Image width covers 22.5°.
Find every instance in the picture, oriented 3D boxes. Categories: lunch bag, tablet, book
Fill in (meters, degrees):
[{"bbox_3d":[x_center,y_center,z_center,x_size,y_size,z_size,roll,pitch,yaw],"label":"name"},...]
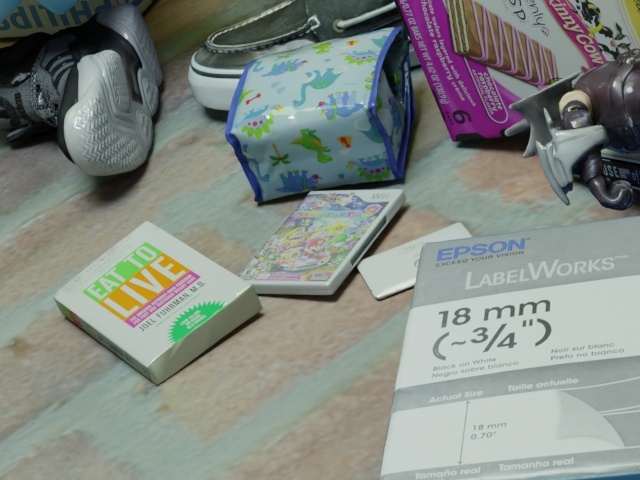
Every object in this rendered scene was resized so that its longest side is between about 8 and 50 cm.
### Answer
[{"bbox_3d":[0.004,-0.111,1.290,0.128,0.096,0.151,-9,42,16],"label":"lunch bag"},{"bbox_3d":[0.070,0.014,1.144,0.083,0.006,0.054,-22,31,-5],"label":"tablet"},{"bbox_3d":[-0.121,0.046,1.174,0.096,0.035,0.144,-37,37,-21],"label":"book"}]

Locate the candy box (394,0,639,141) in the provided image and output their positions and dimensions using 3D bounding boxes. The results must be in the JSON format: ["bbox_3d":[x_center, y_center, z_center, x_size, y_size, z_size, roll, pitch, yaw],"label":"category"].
[{"bbox_3d":[0.170,-0.163,1.176,0.233,0.159,0.071,-5,27,48],"label":"candy box"}]

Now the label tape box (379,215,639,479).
[{"bbox_3d":[0.175,0.058,0.921,0.240,0.106,0.334,-8,33,16],"label":"label tape box"}]

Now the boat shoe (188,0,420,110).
[{"bbox_3d":[0.037,-0.209,1.405,0.335,0.119,0.121,-16,31,4],"label":"boat shoe"}]

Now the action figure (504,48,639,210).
[{"bbox_3d":[0.226,-0.081,0.965,0.185,0.099,0.285,-32,9,-18],"label":"action figure"}]

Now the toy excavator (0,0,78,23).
[{"bbox_3d":[-0.338,-0.228,1.394,0.445,0.222,0.433,-41,47,19],"label":"toy excavator"}]

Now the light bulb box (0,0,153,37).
[{"bbox_3d":[-0.310,-0.405,1.799,0.358,0.225,0.361,0,35,26],"label":"light bulb box"}]

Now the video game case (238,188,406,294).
[{"bbox_3d":[0.000,0.000,1.191,0.087,0.011,0.122,-1,34,35],"label":"video game case"}]

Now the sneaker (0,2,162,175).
[{"bbox_3d":[-0.231,-0.119,1.431,0.153,0.101,0.268,-15,27,10],"label":"sneaker"}]

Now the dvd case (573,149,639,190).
[{"bbox_3d":[0.286,-0.083,1.109,0.179,0.030,0.238,-28,19,-17],"label":"dvd case"}]
